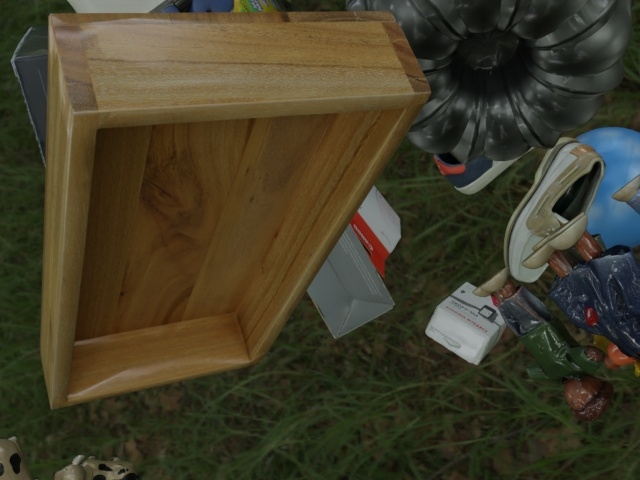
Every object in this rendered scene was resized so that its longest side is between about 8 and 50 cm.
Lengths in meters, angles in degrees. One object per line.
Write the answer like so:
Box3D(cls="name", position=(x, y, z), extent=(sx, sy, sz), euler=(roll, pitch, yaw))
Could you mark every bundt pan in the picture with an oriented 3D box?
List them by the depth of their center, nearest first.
Box3D(cls="bundt pan", position=(0.188, -0.214, 0.842), extent=(0.331, 0.331, 0.124), euler=(-29, 37, 33))

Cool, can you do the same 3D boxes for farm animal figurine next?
Box3D(cls="farm animal figurine", position=(-0.544, 0.496, 1.451), extent=(0.330, 0.327, 0.172), euler=(-46, 14, -19))

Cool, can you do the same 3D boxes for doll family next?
Box3D(cls="doll family", position=(0.152, 0.035, 0.352), extent=(0.076, 0.193, 0.111), euler=(-35, 81, -12))

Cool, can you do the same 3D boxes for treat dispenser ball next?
Box3D(cls="treat dispenser ball", position=(0.671, -0.118, 1.757), extent=(0.288, 0.288, 0.288), euler=(-13, 69, 39))

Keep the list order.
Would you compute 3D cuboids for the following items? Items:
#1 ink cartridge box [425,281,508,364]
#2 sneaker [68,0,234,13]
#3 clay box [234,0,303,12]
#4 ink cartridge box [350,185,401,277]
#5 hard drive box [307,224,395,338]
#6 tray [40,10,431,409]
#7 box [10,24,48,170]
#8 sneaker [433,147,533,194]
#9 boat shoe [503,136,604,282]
Box3D(cls="ink cartridge box", position=(0.273, 0.147, 1.369), extent=(0.109, 0.150, 0.063), euler=(31, 118, 20))
Box3D(cls="sneaker", position=(-0.100, -0.282, 0.568), extent=(0.127, 0.182, 0.315), euler=(21, 68, 40))
Box3D(cls="clay box", position=(-0.063, -0.294, 1.104), extent=(0.053, 0.222, 0.127), euler=(-27, 85, 22))
Box3D(cls="ink cartridge box", position=(0.122, -0.048, 1.790), extent=(0.066, 0.189, 0.232), euler=(-32, 25, 17))
Box3D(cls="hard drive box", position=(0.000, 0.000, 1.018), extent=(0.089, 0.181, 0.232), euler=(-29, 16, 1))
Box3D(cls="tray", position=(-0.099, 0.004, 0.570), extent=(0.076, 0.202, 0.411), euler=(69, 152, 25))
Box3D(cls="box", position=(-0.202, -0.155, 0.818), extent=(0.108, 0.207, 0.153), euler=(-103, 8, -55))
Box3D(cls="sneaker", position=(0.405, -0.261, 1.716), extent=(0.350, 0.148, 0.131), euler=(-45, 27, 20))
Box3D(cls="boat shoe", position=(0.450, -0.045, 1.468), extent=(0.103, 0.113, 0.302), euler=(-131, 52, -57))
